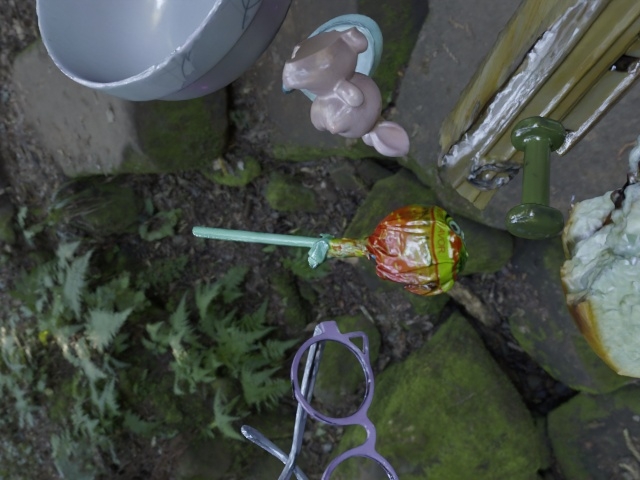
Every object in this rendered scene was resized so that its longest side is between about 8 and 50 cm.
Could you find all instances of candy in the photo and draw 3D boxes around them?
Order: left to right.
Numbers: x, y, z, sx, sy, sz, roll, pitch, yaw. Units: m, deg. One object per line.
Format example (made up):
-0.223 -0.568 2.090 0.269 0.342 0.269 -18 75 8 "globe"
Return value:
0.000 0.000 0.405 0.201 0.060 0.060 4 120 18 "candy"

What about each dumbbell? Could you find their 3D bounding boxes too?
0.205 -0.060 0.549 0.052 0.117 0.046 12 157 -3 "dumbbell"

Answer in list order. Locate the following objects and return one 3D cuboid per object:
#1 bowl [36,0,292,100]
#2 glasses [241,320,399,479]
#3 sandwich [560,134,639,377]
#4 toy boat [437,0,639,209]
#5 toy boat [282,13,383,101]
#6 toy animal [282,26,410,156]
-0.134 -0.265 0.579 0.287 0.144 0.286 -6 77 30 "bowl"
-0.003 0.133 0.371 0.104 0.063 0.139 -45 55 52 "glasses"
0.258 -0.037 0.343 0.254 0.099 0.288 -14 126 33 "sandwich"
0.268 -0.184 0.663 0.445 0.162 0.135 118 158 -58 "toy boat"
0.027 -0.318 1.050 0.134 0.079 0.208 42 120 -5 "toy boat"
0.039 -0.183 0.810 0.124 0.124 0.212 7 139 51 "toy animal"
